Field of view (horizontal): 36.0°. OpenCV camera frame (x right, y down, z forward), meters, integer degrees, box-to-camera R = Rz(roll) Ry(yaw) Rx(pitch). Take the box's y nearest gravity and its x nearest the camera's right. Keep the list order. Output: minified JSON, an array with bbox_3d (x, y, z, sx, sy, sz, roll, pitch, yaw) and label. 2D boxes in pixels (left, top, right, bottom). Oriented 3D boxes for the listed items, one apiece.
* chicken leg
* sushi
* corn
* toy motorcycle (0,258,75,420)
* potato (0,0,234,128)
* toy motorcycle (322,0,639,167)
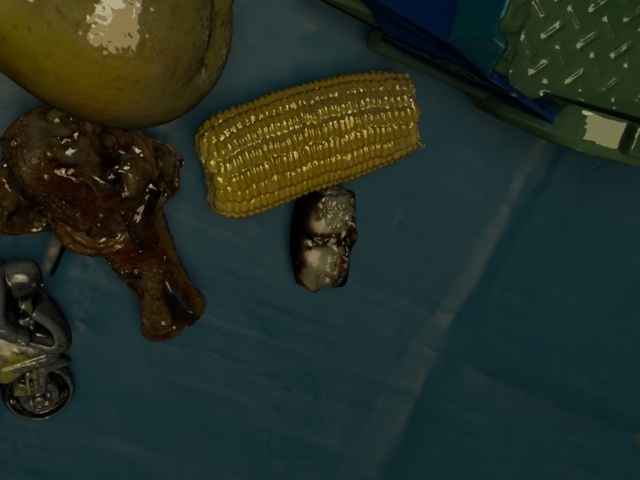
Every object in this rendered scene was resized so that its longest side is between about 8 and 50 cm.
[{"bbox_3d":[-0.143,-0.018,0.695,0.125,0.080,0.196,-42,122,13],"label":"chicken leg"},{"bbox_3d":[0.000,0.000,0.752,0.046,0.044,0.083,0,107,-17],"label":"sushi"},{"bbox_3d":[-0.007,-0.072,0.714,0.165,0.063,0.085,-17,103,-11],"label":"corn"},{"bbox_3d":[-0.248,0.058,0.693,0.193,0.061,0.124,26,107,-28],"label":"toy motorcycle"},{"bbox_3d":[-0.153,-0.155,0.608,0.194,0.157,0.157,13,106,4],"label":"potato"},{"bbox_3d":[0.141,-0.160,0.652,0.326,0.200,0.191,10,107,-21],"label":"toy motorcycle"}]
